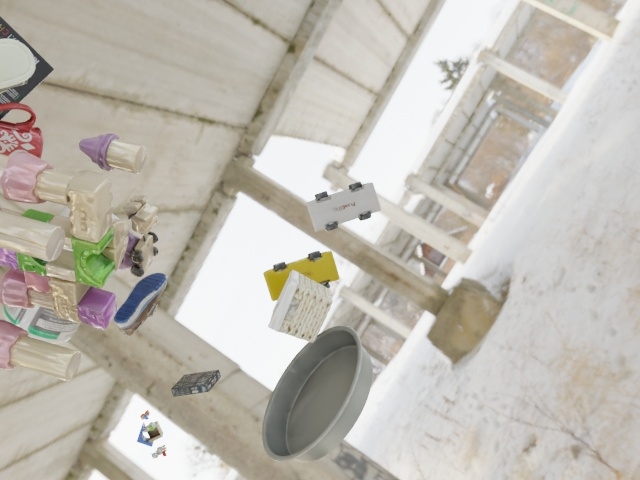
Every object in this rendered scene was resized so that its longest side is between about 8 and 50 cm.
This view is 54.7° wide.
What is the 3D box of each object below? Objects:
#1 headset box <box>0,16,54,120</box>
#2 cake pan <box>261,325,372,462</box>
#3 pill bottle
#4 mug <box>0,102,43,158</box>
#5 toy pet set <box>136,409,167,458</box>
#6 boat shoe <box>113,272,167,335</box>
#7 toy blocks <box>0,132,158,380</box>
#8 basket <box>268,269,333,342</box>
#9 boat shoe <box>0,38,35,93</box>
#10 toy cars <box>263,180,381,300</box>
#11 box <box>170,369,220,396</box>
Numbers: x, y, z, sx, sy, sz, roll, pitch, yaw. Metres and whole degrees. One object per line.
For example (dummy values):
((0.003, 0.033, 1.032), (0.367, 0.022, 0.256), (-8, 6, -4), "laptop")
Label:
((-0.827, -0.388, 1.437), (0.131, 0.246, 0.283), (1, 49, 53), "headset box")
((-0.004, 0.306, 1.221), (0.293, 0.054, 0.293), (-43, 23, 23), "cake pan")
((-0.690, 0.083, 1.683), (0.361, 0.204, 0.204), (-56, -12, 12), "pill bottle")
((-0.715, -0.235, 1.362), (0.169, 0.113, 0.150), (11, -91, -46), "mug")
((-0.453, 0.505, 1.608), (0.065, 0.122, 0.114), (-24, 5, -10), "toy pet set")
((-0.431, 0.153, 1.499), (0.183, 0.066, 0.066), (-55, -30, -41), "boat shoe")
((-0.413, -0.014, 0.869), (0.308, 0.260, 0.288), (-70, -7, -51), "toy blocks")
((-0.041, 0.143, 1.336), (0.167, 0.103, 0.113), (-94, 28, -84), "basket")
((-0.665, -0.283, 1.086), (0.305, 0.109, 0.091), (-26, 14, -39), "boat shoe")
((0.000, 0.000, 1.605), (0.393, 0.177, 0.087), (-58, 12, -5), "toy cars")
((-0.257, 0.294, 1.278), (0.067, 0.083, 0.018), (-51, -52, -71), "box")
